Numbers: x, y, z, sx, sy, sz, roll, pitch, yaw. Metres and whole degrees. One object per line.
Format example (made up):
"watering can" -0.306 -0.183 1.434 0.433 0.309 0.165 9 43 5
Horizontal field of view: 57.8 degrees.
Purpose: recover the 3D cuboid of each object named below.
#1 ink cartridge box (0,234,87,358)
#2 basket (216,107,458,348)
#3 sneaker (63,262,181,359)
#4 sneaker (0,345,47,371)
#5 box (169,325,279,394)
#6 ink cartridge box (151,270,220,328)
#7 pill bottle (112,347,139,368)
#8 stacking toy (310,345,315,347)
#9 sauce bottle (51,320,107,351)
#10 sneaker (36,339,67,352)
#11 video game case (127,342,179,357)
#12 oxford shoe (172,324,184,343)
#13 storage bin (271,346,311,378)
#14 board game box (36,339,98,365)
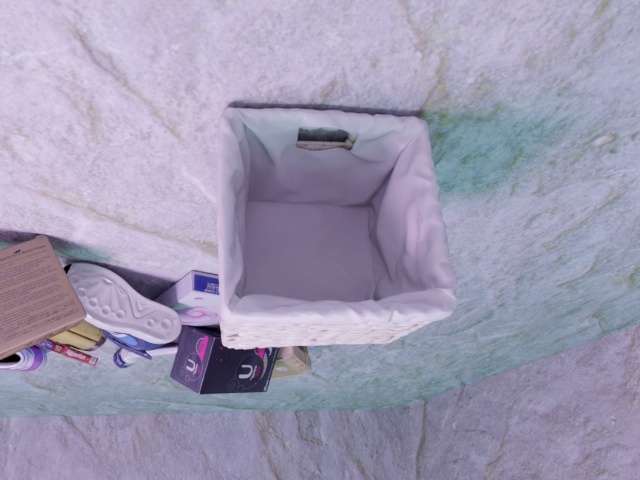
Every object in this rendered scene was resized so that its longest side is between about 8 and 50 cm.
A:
"ink cartridge box" -0.611 0.121 1.120 0.235 0.193 0.088 -25 174 -42
"basket" 0.000 0.000 0.925 0.329 0.330 0.266 0 157 -11
"sneaker" -0.520 0.179 1.415 0.323 0.130 0.236 33 146 -29
"sneaker" -0.922 0.299 1.593 0.283 0.102 0.161 6 169 5
"box" -0.272 0.345 1.687 0.144 0.165 0.270 15 180 40
"ink cartridge box" -0.283 0.192 1.593 0.324 0.071 0.330 14 148 -36
"pill bottle" -0.641 0.383 1.931 0.067 0.067 0.120 14 149 -36
"stacking toy" -0.006 0.221 1.546 0.302 0.165 0.175 -23 151 16
"sauce bottle" -0.674 0.193 1.468 0.112 0.111 0.344 -10 154 9
"sneaker" -0.829 0.319 1.766 0.144 0.059 0.053 12 148 -35
"video game case" -0.461 0.316 1.777 0.202 0.023 0.183 -6 -175 4
"oxford shoe" -0.451 0.262 1.724 0.213 0.075 0.076 1 -174 -4
"storage bin" -0.188 0.386 1.965 0.261 0.123 0.262 -10 154 9
"board game box" -0.769 0.281 1.601 0.282 0.027 0.145 14 160 19
